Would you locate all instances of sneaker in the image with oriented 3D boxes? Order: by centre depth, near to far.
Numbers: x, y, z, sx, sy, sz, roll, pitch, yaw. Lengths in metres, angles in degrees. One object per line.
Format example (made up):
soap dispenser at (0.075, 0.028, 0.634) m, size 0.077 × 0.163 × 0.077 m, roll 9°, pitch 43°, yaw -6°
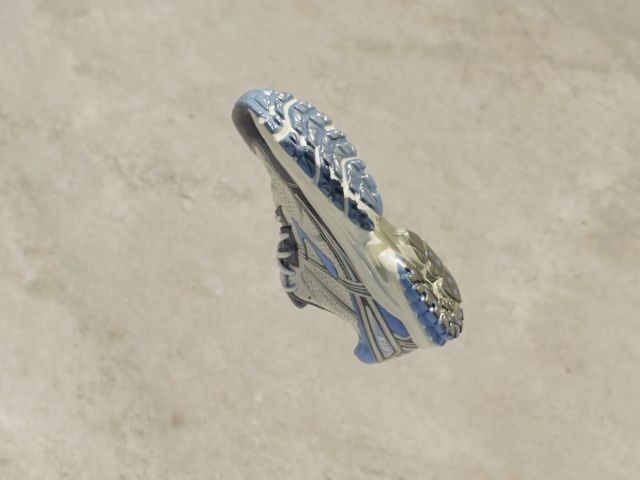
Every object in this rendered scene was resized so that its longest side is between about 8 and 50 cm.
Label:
sneaker at (0.000, 0.000, 0.507) m, size 0.135 × 0.058 × 0.052 m, roll 53°, pitch 25°, yaw -12°
